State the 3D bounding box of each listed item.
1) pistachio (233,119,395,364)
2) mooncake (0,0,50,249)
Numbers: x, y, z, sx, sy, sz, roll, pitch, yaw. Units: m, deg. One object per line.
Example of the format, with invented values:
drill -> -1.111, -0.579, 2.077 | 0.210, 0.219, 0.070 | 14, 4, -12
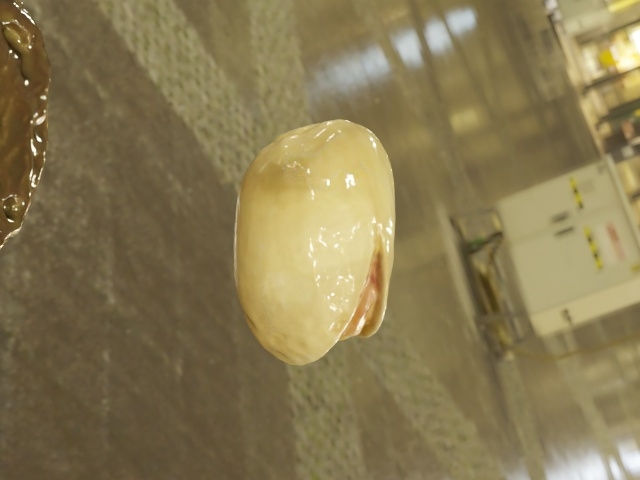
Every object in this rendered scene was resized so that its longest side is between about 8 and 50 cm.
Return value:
pistachio -> 0.000, 0.000, 1.488 | 0.187, 0.187, 0.299 | -88, 178, -56
mooncake -> -0.401, -0.111, 1.269 | 0.324, 0.187, 0.324 | -19, 112, -59
